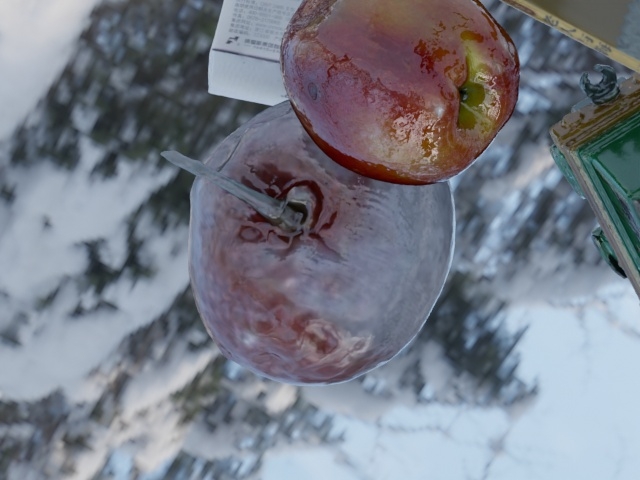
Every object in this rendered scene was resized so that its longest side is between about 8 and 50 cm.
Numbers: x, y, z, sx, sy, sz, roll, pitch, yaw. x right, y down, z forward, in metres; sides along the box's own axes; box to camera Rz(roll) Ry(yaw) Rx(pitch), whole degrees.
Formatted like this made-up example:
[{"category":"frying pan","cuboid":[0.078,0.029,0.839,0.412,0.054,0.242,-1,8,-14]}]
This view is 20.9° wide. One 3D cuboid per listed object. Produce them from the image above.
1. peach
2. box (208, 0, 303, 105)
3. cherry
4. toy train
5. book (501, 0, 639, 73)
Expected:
[{"category":"peach","cuboid":[0.063,-0.157,1.643,0.243,0.200,0.243,14,-168,-3]},{"category":"box","cuboid":[0.004,-0.263,2.174,0.260,0.111,0.194,11,-119,2]},{"category":"cherry","cuboid":[0.003,-0.013,1.893,0.291,0.326,0.335,15,-160,12]},{"category":"toy train","cuboid":[0.439,-0.040,2.187,0.429,0.178,0.249,57,-178,-33]},{"category":"book","cuboid":[0.345,-0.281,1.860,0.389,0.032,0.269,27,-129,-3]}]
